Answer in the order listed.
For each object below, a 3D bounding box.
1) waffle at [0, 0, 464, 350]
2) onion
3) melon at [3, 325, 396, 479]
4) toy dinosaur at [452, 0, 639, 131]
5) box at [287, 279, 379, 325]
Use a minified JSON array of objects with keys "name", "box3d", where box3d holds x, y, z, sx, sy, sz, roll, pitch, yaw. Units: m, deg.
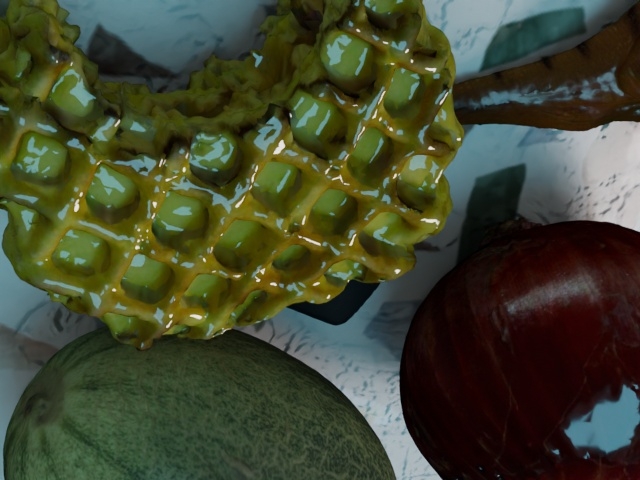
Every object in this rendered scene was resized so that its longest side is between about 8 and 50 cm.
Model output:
[{"name":"waffle","box3d":[-0.068,-0.071,0.823,0.324,0.151,0.261,-15,118,-6]},{"name":"onion","box3d":[0.196,0.102,1.001,0.276,0.276,0.276,-10,125,-14]},{"name":"melon","box3d":[-0.086,0.193,0.948,0.248,0.249,0.329,-44,120,11]},{"name":"toy dinosaur","box3d":[0.249,-0.110,0.962,0.432,0.097,0.208,-32,114,-2]},{"name":"box","box3d":[0.000,0.000,0.987,0.125,0.027,0.126,23,113,-29]}]
